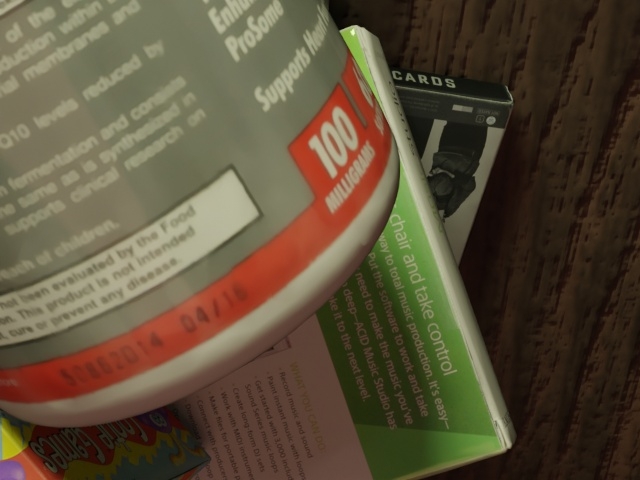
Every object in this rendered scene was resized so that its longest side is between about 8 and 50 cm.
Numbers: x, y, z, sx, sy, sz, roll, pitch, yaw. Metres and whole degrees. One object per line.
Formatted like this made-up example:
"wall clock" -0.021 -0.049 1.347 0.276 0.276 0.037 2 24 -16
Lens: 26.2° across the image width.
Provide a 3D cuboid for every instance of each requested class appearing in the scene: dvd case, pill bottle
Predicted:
"dvd case" 0.000 0.000 0.846 0.179 0.029 0.239 7 125 -12
"pill bottle" -0.135 -0.124 0.525 0.210 0.210 0.363 -25 116 11

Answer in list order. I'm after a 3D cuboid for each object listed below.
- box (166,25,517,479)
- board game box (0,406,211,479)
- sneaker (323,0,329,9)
"box" -0.081 0.050 0.749 0.322 0.058 0.232 -19 86 15
"board game box" -0.215 0.066 0.680 0.275 0.142 0.144 46 105 11
"sneaker" -0.048 -0.166 0.713 0.065 0.061 0.158 -19 116 20
